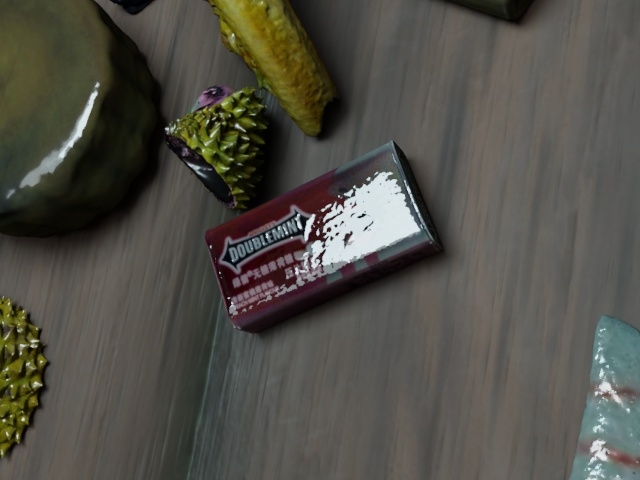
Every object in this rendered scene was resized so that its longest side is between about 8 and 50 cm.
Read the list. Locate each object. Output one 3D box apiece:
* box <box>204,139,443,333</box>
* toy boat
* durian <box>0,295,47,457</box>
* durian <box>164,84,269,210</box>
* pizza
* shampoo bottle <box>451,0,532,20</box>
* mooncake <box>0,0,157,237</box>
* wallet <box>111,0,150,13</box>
[{"bbox_3d":[0.000,0.000,0.875,0.224,0.069,0.120,-24,71,16],"label":"box"},{"bbox_3d":[0.262,0.207,0.733,0.206,0.096,0.282,12,70,16],"label":"toy boat"},{"bbox_3d":[-0.398,0.140,0.983,0.132,0.165,0.182,-39,33,51],"label":"durian"},{"bbox_3d":[-0.089,-0.105,0.900,0.108,0.186,0.119,-45,97,-8],"label":"durian"},{"bbox_3d":[-0.086,-0.260,0.854,0.087,0.268,0.258,-32,65,1],"label":"pizza"},{"bbox_3d":[0.078,-0.350,0.915,0.350,0.084,0.126,30,87,24],"label":"shampoo bottle"},{"bbox_3d":[-0.326,-0.142,0.978,0.290,0.161,0.291,-4,77,18],"label":"mooncake"},{"bbox_3d":[-0.228,-0.403,1.069,0.167,0.036,0.222,-37,66,10],"label":"wallet"}]
